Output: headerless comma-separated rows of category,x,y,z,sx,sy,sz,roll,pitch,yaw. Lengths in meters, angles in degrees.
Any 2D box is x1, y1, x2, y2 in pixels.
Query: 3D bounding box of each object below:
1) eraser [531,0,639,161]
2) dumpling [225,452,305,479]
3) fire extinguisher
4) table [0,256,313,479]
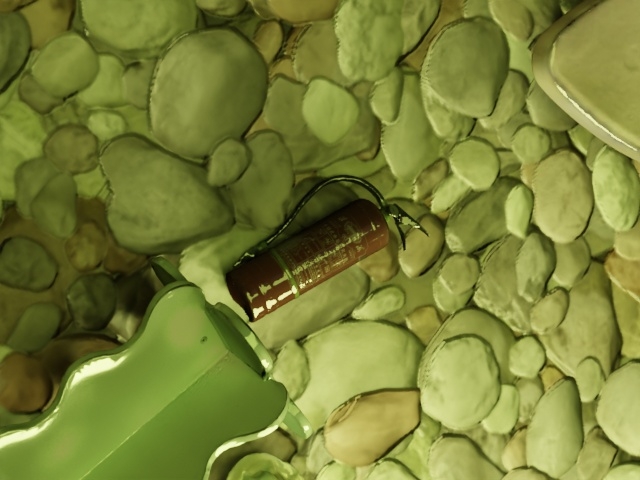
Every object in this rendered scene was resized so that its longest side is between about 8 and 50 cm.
eraser,0.270,-0.148,1.239,0.243,0.059,0.204,-1,99,-29
dumpling,-0.045,0.192,1.153,0.077,0.043,0.059,-11,86,-8
fire extinguisher,0.000,0.000,1.144,0.157,0.045,0.078,-29,87,-18
table,-0.133,0.135,1.034,0.198,0.166,0.166,-40,113,-15
